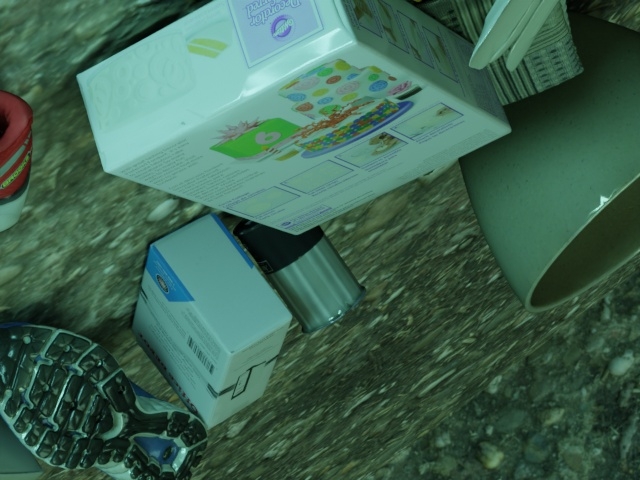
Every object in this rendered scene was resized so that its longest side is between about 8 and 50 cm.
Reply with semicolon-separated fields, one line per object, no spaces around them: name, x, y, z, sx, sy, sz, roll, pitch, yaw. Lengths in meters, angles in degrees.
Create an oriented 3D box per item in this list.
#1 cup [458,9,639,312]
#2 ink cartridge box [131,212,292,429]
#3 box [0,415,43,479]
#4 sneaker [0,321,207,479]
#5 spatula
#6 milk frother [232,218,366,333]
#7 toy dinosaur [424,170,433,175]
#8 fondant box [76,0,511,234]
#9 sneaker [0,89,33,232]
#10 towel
cup;0.280;-0.115;2.007;0.331;0.237;0.331;-35;162;-13
ink cartridge box;-0.118;0.089;1.927;0.086;0.148;0.203;-31;162;-24
box;-0.419;0.250;1.804;0.232;0.127;0.148;-41;162;13
sneaker;-0.260;0.170;1.888;0.130;0.147;0.330;-59;143;-11
spatula;0.207;-0.247;1.538;0.242;0.019;0.168;-58;161;13
milk frother;0.000;0.000;1.947;0.143;0.135;0.129;-34;-167;1
toy dinosaur;0.099;-0.100;2.016;0.118;0.064;0.268;-39;167;-14
fondant box;-0.012;-0.115;1.550;0.238;0.096;0.330;-25;162;21
sneaker;-0.323;-0.055;1.313;0.279;0.107;0.118;-21;139;-48
towel;0.087;-0.172;1.719;0.312;0.056;0.324;-21;162;8
